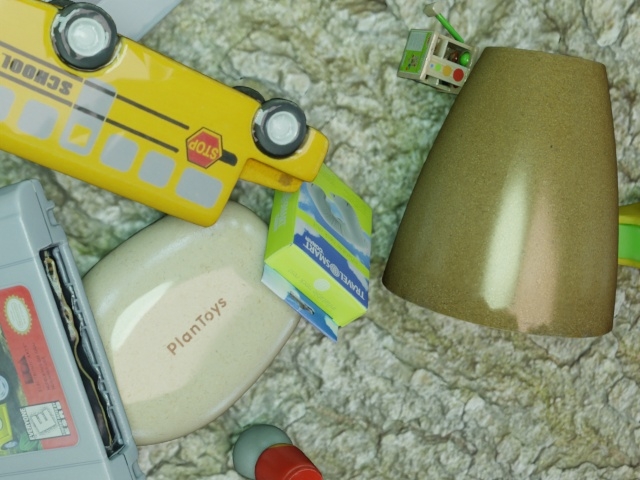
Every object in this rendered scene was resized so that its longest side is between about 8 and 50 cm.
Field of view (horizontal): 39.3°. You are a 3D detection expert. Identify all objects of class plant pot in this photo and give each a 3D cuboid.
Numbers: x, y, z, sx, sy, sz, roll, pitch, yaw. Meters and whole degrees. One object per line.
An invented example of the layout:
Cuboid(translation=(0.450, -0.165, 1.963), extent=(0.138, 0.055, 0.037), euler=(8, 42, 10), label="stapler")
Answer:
Cuboid(translation=(0.198, -0.059, 0.901), extent=(0.237, 0.237, 0.254), euler=(4, 102, -24), label="plant pot")

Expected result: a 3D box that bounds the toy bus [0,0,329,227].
Cuboid(translation=(-0.162, -0.108, 0.748), extent=(0.332, 0.108, 0.130), euler=(22, 95, -30), label="toy bus")

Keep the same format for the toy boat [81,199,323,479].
Cuboid(translation=(-0.111, 0.133, 0.883), extent=(0.267, 0.148, 0.318), euler=(-38, 107, -16), label="toy boat")

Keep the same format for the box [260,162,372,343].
Cuboid(translation=(0.000, 0.000, 0.871), extent=(0.042, 0.178, 0.109), euler=(-33, 120, 28), label="box")

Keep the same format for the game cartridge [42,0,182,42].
Cuboid(translation=(-0.255, -0.281, 0.751), extent=(0.198, 0.062, 0.297), euler=(-46, 116, -12), label="game cartridge")

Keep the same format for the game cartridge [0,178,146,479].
Cuboid(translation=(-0.276, 0.111, 0.768), extent=(0.196, 0.060, 0.294), euler=(-13, 98, 26), label="game cartridge")

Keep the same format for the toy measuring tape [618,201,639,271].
Cuboid(translation=(0.367, 0.005, 1.062), extent=(0.330, 0.121, 0.121), euler=(-11, 107, -21), label="toy measuring tape")

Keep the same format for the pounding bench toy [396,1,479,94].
Cuboid(translation=(0.130, -0.201, 0.939), extent=(0.065, 0.052, 0.083), euler=(14, 97, -26), label="pounding bench toy")
